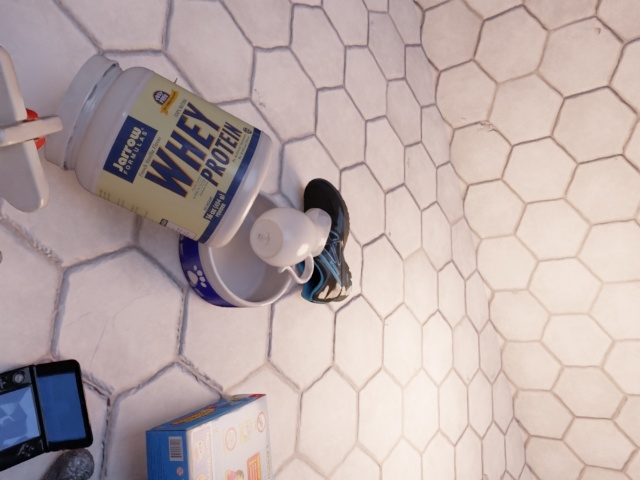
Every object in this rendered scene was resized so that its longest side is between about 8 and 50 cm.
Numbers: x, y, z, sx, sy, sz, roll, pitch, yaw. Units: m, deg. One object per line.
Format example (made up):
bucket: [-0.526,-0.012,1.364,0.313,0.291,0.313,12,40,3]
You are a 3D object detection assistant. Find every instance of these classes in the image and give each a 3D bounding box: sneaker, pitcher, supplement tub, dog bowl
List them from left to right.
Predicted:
supplement tub: [-0.272,-0.152,0.892,0.324,0.235,0.236,26,60,-17]
dog bowl: [-0.179,0.018,1.138,0.264,0.104,0.265,13,73,-49]
pitcher: [-0.064,0.016,1.116,0.207,0.125,0.178,-7,103,-62]
sneaker: [0.000,0.000,1.349,0.139,0.125,0.341,-5,85,-46]

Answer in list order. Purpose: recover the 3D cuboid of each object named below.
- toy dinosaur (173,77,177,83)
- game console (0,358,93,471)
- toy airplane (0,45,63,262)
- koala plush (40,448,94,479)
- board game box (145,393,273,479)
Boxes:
toy dinosaur: [-0.305,-0.221,1.081,0.112,0.064,0.212,-71,146,-56]
game console: [-0.439,0.268,0.784,0.124,0.085,0.144,-10,90,-51]
toy airplane: [-0.519,-0.120,0.618,0.384,0.272,0.386,35,90,-27]
koala plush: [-0.343,0.454,0.756,0.203,0.221,0.196,-50,121,-43]
board game box: [-0.193,0.476,0.965,0.302,0.086,0.309,15,68,-70]
